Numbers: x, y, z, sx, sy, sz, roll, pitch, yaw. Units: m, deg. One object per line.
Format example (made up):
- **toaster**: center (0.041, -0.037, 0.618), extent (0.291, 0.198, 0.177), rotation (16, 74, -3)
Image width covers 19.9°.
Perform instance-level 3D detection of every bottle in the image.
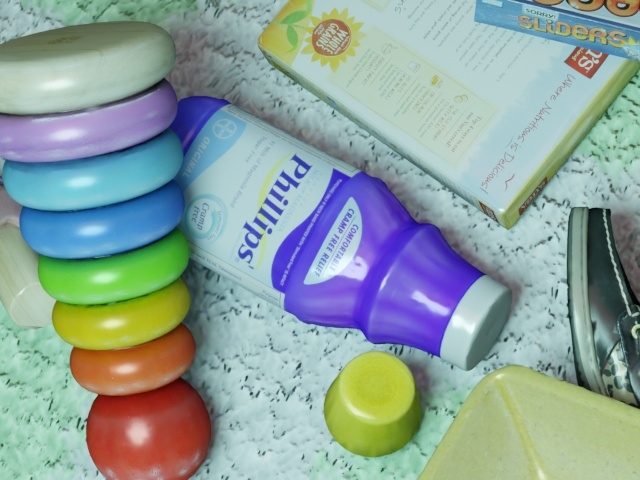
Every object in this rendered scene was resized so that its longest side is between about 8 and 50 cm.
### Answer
- **bottle**: center (0.000, 0.000, 1.308), extent (0.283, 0.092, 0.118), rotation (29, 89, 20)

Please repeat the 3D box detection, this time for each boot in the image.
- **boot**: center (0.262, 0.081, 1.225), extent (0.179, 0.085, 0.236), rotation (-10, 78, 9)

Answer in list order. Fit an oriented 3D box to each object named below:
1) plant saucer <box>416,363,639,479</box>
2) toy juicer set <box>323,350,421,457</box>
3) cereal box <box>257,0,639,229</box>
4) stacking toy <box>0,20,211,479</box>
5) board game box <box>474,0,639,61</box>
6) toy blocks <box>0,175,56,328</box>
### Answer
- **plant saucer**: center (0.167, 0.270, 1.073), extent (0.333, 0.081, 0.332), rotation (19, 66, 36)
- **toy juicer set**: center (0.089, 0.243, 1.225), extent (0.209, 0.089, 0.329), rotation (8, 69, 1)
- **cereal box**: center (0.096, -0.142, 1.351), extent (0.240, 0.047, 0.173), rotation (37, 83, 20)
- **stacking toy**: center (-0.146, 0.022, 1.265), extent (0.141, 0.141, 0.330), rotation (-4, 108, 13)
- **board game box**: center (0.225, -0.192, 1.306), extent (0.201, 0.035, 0.136), rotation (15, 58, 9)
- **toy blocks**: center (-0.395, -0.017, 1.314), extent (0.288, 0.309, 0.260), rotation (-41, 43, 2)
